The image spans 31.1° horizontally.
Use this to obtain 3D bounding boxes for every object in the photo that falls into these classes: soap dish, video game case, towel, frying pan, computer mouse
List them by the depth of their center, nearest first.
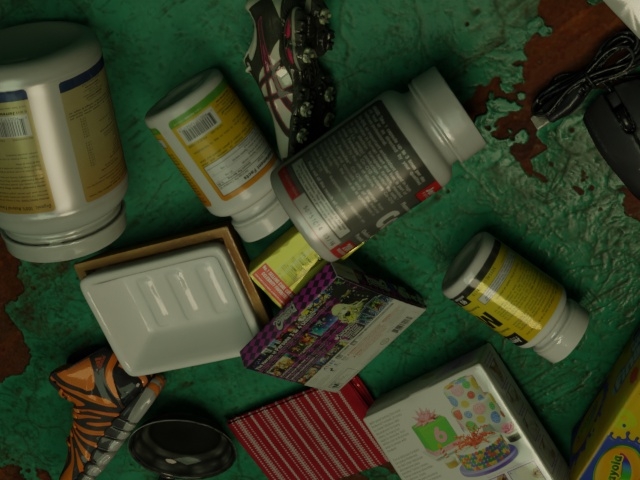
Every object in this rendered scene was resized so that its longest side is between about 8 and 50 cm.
[{"bbox_3d":[0.441,-0.140,1.617,0.188,0.072,0.272,-37,105,28],"label":"computer mouse"},{"bbox_3d":[0.021,0.144,1.834,0.210,0.042,0.232,20,124,-40],"label":"video game case"},{"bbox_3d":[-0.230,0.093,1.897,0.290,0.118,0.229,-13,116,21],"label":"soap dish"},{"bbox_3d":[-0.007,0.347,2.043,0.274,0.031,0.199,-24,112,26],"label":"towel"},{"bbox_3d":[-0.247,0.415,2.129,0.197,0.053,0.326,1,138,3],"label":"frying pan"}]

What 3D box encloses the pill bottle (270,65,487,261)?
[{"bbox_3d":[0.084,-0.110,1.637,0.283,0.161,0.161,-34,108,9],"label":"pill bottle"}]

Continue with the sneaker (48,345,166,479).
[{"bbox_3d":[-0.426,0.309,2.086,0.180,0.124,0.321,36,111,-3],"label":"sneaker"}]

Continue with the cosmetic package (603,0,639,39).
[{"bbox_3d":[0.468,-0.344,1.442,0.365,0.155,0.197,40,124,-12],"label":"cosmetic package"}]

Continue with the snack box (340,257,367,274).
[{"bbox_3d":[-0.007,0.047,1.861,0.141,0.037,0.100,42,121,-11],"label":"snack box"}]

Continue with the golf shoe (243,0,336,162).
[{"bbox_3d":[-0.047,-0.234,1.686,0.120,0.105,0.273,19,124,28],"label":"golf shoe"}]

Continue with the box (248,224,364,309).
[{"bbox_3d":[0.000,0.000,1.783,0.232,0.058,0.087,-39,105,13],"label":"box"}]

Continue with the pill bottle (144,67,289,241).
[{"bbox_3d":[-0.143,-0.123,1.736,0.136,0.136,0.246,-25,111,26],"label":"pill bottle"}]

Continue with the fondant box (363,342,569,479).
[{"bbox_3d":[0.261,0.367,1.908,0.238,0.096,0.330,-30,97,27],"label":"fondant box"}]

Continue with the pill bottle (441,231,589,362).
[{"bbox_3d":[0.300,0.090,1.760,0.208,0.119,0.119,35,122,-7],"label":"pill bottle"}]

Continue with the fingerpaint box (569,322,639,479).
[{"bbox_3d":[0.639,0.257,1.746,0.371,0.163,0.445,23,123,0],"label":"fingerpaint box"}]

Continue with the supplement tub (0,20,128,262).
[{"bbox_3d":[-0.417,-0.148,1.736,0.228,0.228,0.316,1,120,14],"label":"supplement tub"}]
